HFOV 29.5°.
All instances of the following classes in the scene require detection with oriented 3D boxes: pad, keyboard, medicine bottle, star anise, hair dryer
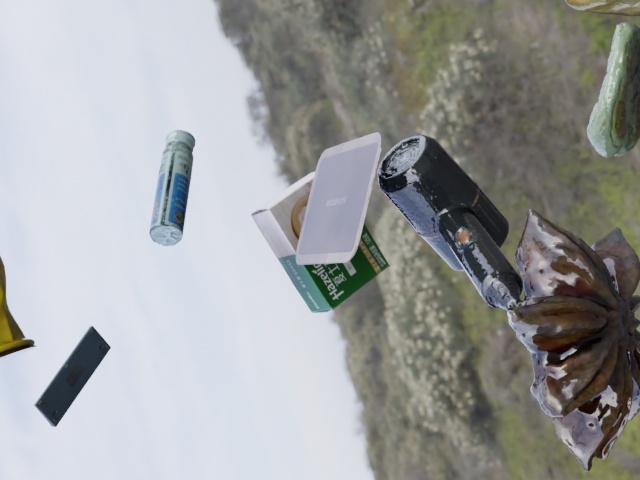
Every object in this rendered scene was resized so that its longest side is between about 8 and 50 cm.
[{"bbox_3d":[0.021,-0.053,1.663,0.266,0.002,0.176,173,111,-72],"label":"pad"},{"bbox_3d":[-0.405,0.221,1.991,0.055,0.014,0.176,58,-136,-30],"label":"keyboard"},{"bbox_3d":[-0.220,-0.081,1.816,0.051,0.051,0.191,70,-161,-49],"label":"medicine bottle"},{"bbox_3d":[0.302,0.092,1.397,0.315,0.108,0.315,22,-119,-45],"label":"star anise"},{"bbox_3d":[0.189,-0.005,1.566,0.189,0.107,0.352,45,-172,-25],"label":"hair dryer"}]

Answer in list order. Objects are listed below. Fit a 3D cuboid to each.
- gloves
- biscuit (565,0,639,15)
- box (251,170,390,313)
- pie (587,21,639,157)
[{"bbox_3d":[-0.516,0.038,1.757,0.294,0.133,0.116,70,-165,4],"label":"gloves"},{"bbox_3d":[0.401,-0.286,1.389,0.183,0.174,0.039,-4,85,59],"label":"biscuit"},{"bbox_3d":[0.000,0.000,1.953,0.199,0.135,0.081,57,154,-7],"label":"box"},{"bbox_3d":[0.517,-0.256,2.078,0.240,0.054,0.241,-30,-54,-52],"label":"pie"}]
